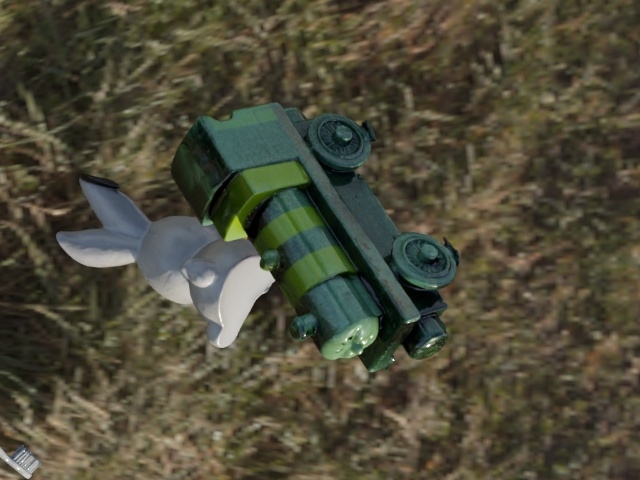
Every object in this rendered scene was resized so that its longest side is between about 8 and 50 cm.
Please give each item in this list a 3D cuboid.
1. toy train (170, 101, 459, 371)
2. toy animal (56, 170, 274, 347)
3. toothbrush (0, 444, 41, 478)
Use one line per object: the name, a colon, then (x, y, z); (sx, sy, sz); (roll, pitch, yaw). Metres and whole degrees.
toy train: (0.000, 0.000, 1.142); (0.132, 0.083, 0.200); (-14, 58, -36)
toy animal: (-0.125, -0.001, 1.532); (0.131, 0.181, 0.127); (-59, 142, -8)
toothbrush: (-0.323, 0.161, 1.580); (0.024, 0.018, 0.257); (-47, 144, -6)
